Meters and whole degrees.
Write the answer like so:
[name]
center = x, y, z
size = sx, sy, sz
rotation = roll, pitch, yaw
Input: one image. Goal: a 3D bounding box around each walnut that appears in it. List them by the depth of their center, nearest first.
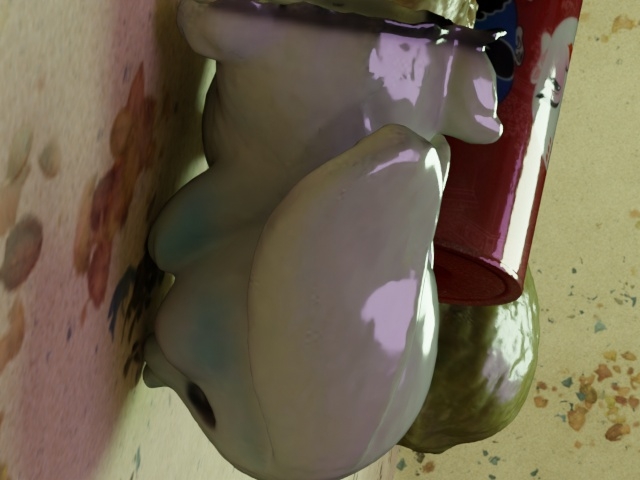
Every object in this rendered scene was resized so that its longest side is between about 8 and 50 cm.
[walnut]
center = 0.120, 0.087, 1.621
size = 0.283, 0.227, 0.283
rotation = 4, 90, -73

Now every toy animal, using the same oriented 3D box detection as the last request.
[toy animal]
center = 0.005, -0.016, 0.861
size = 0.249, 0.174, 0.289
rotation = -64, 163, -57

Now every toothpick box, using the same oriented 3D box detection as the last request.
[toothpick box]
center = 0.122, -0.127, 1.420
size = 0.204, 0.204, 0.333
rotation = 74, 28, -73

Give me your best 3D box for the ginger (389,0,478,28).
[ginger]
center = 0.061, -0.199, 1.160
size = 0.354, 0.126, 0.190
rotation = 48, 49, -78
